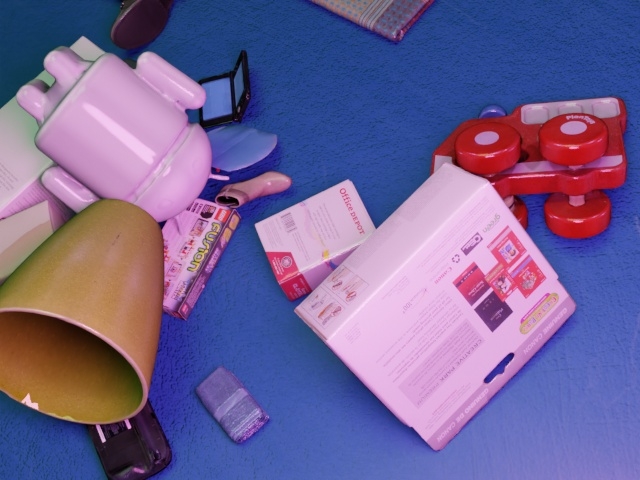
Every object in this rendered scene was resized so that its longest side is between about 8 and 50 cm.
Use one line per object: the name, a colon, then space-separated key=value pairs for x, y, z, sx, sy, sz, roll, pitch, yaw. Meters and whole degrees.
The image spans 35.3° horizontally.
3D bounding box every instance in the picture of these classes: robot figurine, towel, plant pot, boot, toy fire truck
robot figurine: x=-0.324 y=-0.167 z=1.659 sx=0.300 sy=0.353 sz=0.200 roll=-47 pitch=15 yaw=11
towel: x=-0.137 y=0.253 z=1.549 sx=0.067 sy=0.029 sz=0.119 roll=-40 pitch=58 yaw=-8
plant pot: x=-0.350 y=0.084 z=1.551 sx=0.274 sy=0.275 sz=0.294 roll=1 pitch=46 yaw=18
towel: x=0.085 y=-0.545 z=1.952 sx=0.370 sy=0.040 sz=0.271 roll=34 pitch=76 yaw=29
boot: x=-0.118 y=-0.082 z=1.713 sx=0.118 sy=0.042 sz=0.087 roll=-5 pitch=21 yaw=33
boot: x=-0.401 y=-0.509 z=2.063 sx=0.229 sy=0.091 sz=0.263 roll=20 pitch=64 yaw=32
toy fire truck: x=0.329 y=-0.136 z=1.576 sx=0.302 sy=0.169 sz=0.254 roll=-4 pitch=35 yaw=15

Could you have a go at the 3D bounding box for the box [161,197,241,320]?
box: x=-0.232 y=0.026 z=1.709 sx=0.114 sy=0.036 sz=0.207 roll=17 pitch=67 yaw=25

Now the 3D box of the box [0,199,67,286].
box: x=-0.564 y=0.069 z=1.724 sx=0.311 sy=0.148 sz=0.121 roll=-24 pitch=57 yaw=4

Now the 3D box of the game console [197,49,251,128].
game console: x=-0.178 y=-0.279 z=1.853 sx=0.071 sy=0.107 sz=0.122 roll=6 pitch=55 yaw=-20

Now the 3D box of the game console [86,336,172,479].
game console: x=-0.357 y=0.241 z=1.617 sx=0.213 sy=0.044 sz=0.361 roll=-32 pitch=55 yaw=-2

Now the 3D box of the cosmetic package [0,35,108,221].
cosmetic package: x=-0.482 y=-0.172 z=1.834 sx=0.365 sy=0.155 sz=0.197 roll=-43 pitch=58 yaw=-11

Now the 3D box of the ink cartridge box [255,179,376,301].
ink cartridge box: x=0.000 y=0.000 z=1.629 sx=0.175 sy=0.072 sz=0.127 roll=-25 pitch=56 yaw=2

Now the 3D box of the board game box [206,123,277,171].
board game box: x=-0.155 y=-0.154 z=1.789 sx=0.168 sy=0.033 sz=0.133 roll=18 pitch=44 yaw=36

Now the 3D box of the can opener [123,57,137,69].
can opener: x=-0.318 y=-0.304 z=1.919 sx=0.186 sy=0.059 sz=0.073 roll=37 pitch=77 yaw=31

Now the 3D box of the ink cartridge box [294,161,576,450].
ink cartridge box: x=0.171 y=0.098 z=1.442 sx=0.309 sy=0.272 sz=0.130 roll=-44 pitch=27 yaw=-5
